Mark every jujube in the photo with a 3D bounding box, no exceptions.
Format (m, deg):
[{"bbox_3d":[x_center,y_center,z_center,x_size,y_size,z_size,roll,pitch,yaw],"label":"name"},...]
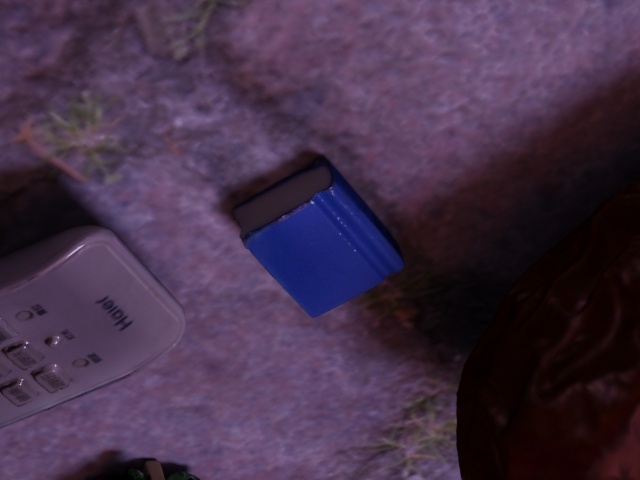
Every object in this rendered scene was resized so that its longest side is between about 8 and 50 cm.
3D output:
[{"bbox_3d":[0.227,0.049,0.886,0.342,0.216,0.216,-45,130,15],"label":"jujube"}]

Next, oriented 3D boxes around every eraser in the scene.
[{"bbox_3d":[0.000,0.000,0.877,0.063,0.027,0.085,-29,134,13],"label":"eraser"}]

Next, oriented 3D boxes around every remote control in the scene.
[{"bbox_3d":[-0.232,0.072,0.866,0.313,0.055,0.109,-22,142,12],"label":"remote control"}]

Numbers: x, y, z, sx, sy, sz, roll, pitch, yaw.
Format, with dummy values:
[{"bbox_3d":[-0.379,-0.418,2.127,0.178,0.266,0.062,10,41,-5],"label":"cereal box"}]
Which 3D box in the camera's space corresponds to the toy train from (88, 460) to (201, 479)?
[{"bbox_3d":[-0.117,0.197,1.020,0.087,0.050,0.138,2,131,-25],"label":"toy train"}]
